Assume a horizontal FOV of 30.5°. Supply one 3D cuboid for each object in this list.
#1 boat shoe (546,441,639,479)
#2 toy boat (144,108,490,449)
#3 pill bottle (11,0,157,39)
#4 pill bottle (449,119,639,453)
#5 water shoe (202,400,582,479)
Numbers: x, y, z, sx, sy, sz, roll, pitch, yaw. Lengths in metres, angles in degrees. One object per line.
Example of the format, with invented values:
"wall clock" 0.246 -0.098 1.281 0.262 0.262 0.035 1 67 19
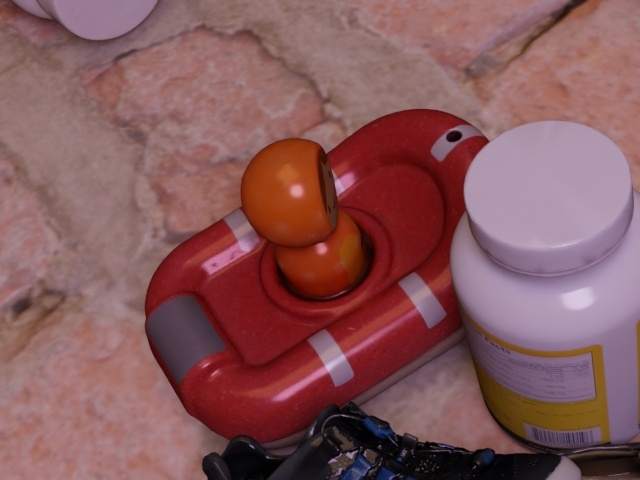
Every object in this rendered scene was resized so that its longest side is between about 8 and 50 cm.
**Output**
"boat shoe" 0.168 0.128 0.586 0.152 0.049 0.056 -9 53 11
"toy boat" 0.000 0.000 0.668 0.231 0.151 0.151 -32 52 -8
"pill bottle" -0.227 -0.252 0.946 0.121 0.121 0.221 -40 53 -14
"pill bottle" 0.121 0.027 0.590 0.103 0.184 0.103 -8 53 10
"water shoe" 0.024 0.119 0.578 0.203 0.073 0.080 -18 93 28
